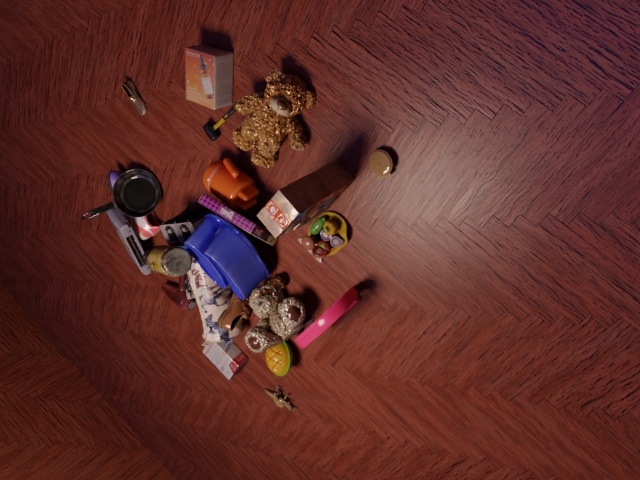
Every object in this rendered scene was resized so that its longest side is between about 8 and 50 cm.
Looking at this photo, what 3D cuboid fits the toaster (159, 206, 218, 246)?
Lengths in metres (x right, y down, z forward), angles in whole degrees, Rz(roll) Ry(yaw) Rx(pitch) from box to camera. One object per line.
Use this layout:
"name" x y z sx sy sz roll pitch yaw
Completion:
"toaster" -0.483 -0.054 2.008 0.168 0.186 0.110 -4 113 30

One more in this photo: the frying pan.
"frying pan" -0.786 -0.143 2.154 0.197 0.053 0.326 43 92 0

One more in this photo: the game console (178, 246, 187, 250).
"game console" -0.548 0.055 2.157 0.071 0.107 0.122 -171 78 -64

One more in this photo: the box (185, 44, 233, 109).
"box" -0.359 -0.530 1.712 0.130 0.091 0.170 24 126 26

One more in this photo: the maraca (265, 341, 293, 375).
"maraca" -0.163 0.434 2.068 0.127 0.099 0.185 -15 77 39

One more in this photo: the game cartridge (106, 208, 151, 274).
"game cartridge" -0.824 -0.004 2.285 0.196 0.060 0.294 45 155 40

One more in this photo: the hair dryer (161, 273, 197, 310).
"hair dryer" -0.585 0.192 2.292 0.294 0.080 0.223 -19 85 36

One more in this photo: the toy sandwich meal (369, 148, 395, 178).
"toy sandwich meal" 0.177 -0.220 1.511 0.086 0.029 0.085 17 118 34

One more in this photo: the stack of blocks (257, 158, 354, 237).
"stack of blocks" -0.048 -0.114 1.552 0.087 0.297 0.171 49 131 5

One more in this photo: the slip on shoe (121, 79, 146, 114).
"slip on shoe" -0.707 -0.538 2.005 0.051 0.041 0.135 -11 106 40

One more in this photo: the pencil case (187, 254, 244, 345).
"pencil case" -0.429 0.208 2.090 0.160 0.183 0.410 0 112 38

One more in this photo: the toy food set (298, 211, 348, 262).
"toy food set" 0.000 0.000 1.729 0.128 0.071 0.218 51 133 4

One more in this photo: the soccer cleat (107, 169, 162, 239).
"soccer cleat" -0.774 -0.162 2.225 0.116 0.108 0.318 -24 96 22

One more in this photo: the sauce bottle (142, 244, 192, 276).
"sauce bottle" -0.582 0.072 1.977 0.344 0.111 0.111 1 114 59

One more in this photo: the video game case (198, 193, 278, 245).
"video game case" -0.279 -0.069 1.829 0.232 0.210 0.041 30 87 20

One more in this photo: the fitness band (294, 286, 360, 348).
"fitness band" 0.024 0.256 1.751 0.054 0.209 0.291 49 132 8

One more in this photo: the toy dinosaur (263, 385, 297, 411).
"toy dinosaur" -0.181 0.660 2.224 0.183 0.053 0.092 26 127 24

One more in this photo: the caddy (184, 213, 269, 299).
"caddy" -0.318 0.049 1.889 0.241 0.179 0.341 25 154 36

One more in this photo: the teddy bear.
"teddy bear" -0.158 -0.361 1.636 0.338 0.113 0.245 -21 101 42

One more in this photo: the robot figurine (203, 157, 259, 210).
"robot figurine" -0.314 -0.196 1.829 0.219 0.128 0.158 36 174 17

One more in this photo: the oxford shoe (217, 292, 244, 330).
"oxford shoe" -0.308 0.250 2.029 0.076 0.212 0.076 22 168 28

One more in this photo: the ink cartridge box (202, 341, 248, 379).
"ink cartridge box" -0.413 0.497 2.301 0.175 0.072 0.127 44 132 11

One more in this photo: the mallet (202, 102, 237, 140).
"mallet" -0.325 -0.400 1.795 0.190 0.039 0.062 -22 99 38

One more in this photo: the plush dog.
"plush dog" -0.170 0.256 1.951 0.262 0.211 0.225 -40 70 15
